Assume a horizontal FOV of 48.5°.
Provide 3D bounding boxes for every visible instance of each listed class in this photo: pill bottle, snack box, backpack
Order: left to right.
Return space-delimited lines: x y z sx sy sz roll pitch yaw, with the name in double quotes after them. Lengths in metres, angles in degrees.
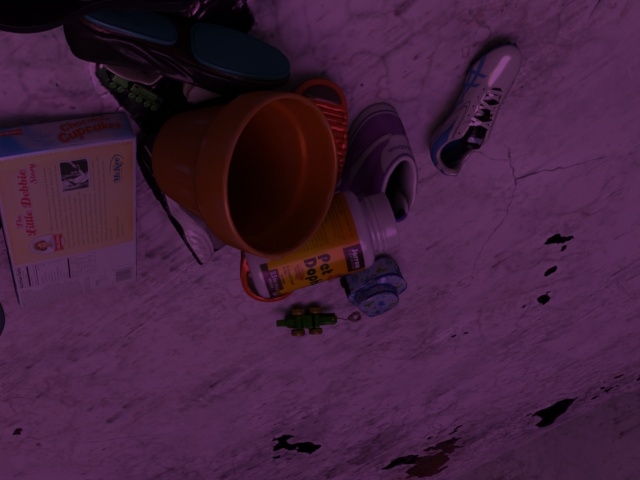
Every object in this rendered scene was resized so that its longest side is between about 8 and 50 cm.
-0.370 -0.035 1.046 0.187 0.060 0.322 -13 144 -25 "snack box"
0.000 0.000 1.020 0.214 0.117 0.117 -17 143 -2 "pill bottle"
0.115 0.096 1.428 0.114 0.084 0.105 -32 144 11 "backpack"

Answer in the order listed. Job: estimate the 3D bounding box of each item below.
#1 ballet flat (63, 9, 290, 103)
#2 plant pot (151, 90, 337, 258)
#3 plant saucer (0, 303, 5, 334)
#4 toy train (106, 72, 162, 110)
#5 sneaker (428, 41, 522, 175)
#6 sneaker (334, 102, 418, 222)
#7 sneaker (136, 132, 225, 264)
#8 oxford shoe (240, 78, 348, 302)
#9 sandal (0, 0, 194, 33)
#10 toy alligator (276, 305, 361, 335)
-0.179 -0.232 0.893 0.280 0.095 0.096 14 142 -23 "ballet flat"
-0.113 -0.096 0.929 0.205 0.187 0.205 -20 117 -46 "plant pot"
-0.693 0.153 1.171 0.317 0.044 0.318 -12 143 -10 "plant saucer"
-0.247 -0.201 0.952 0.083 0.017 0.024 26 113 -44 "toy train"
0.250 -0.201 1.120 0.085 0.086 0.237 4 136 -25 "sneaker"
0.075 -0.063 1.151 0.102 0.161 0.282 -6 142 -20 "sneaker"
-0.195 -0.075 1.080 0.108 0.100 0.272 -32 147 -8 "sneaker"
-0.057 -0.088 1.107 0.129 0.133 0.364 13 115 -18 "oxford shoe"
-0.257 -0.290 0.771 0.254 0.097 0.054 -16 177 -20 "sandal"
-0.009 0.166 1.492 0.189 0.056 0.051 -2 -178 -24 "toy alligator"
